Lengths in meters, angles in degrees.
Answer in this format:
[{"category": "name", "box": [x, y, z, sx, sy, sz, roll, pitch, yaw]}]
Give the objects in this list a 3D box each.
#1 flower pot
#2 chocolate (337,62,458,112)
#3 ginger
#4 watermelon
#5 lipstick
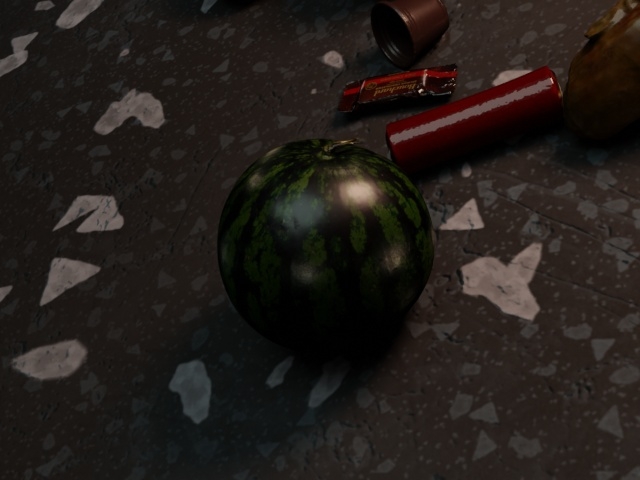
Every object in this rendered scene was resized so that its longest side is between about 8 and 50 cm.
[{"category": "flower pot", "box": [0.143, -0.329, 1.587, 0.089, 0.111, 0.111, -30, 41, -20]}, {"category": "chocolate", "box": [0.114, -0.224, 1.553, 0.182, 0.028, 0.086, -10, 40, 21]}, {"category": "ginger", "box": [0.442, -0.250, 1.293, 0.321, 0.172, 0.165, -20, 5, 17]}, {"category": "watermelon", "box": [0.000, 0.005, 1.259, 0.269, 0.269, 0.269, -16, 46, 17]}, {"category": "lipstick", "box": [0.207, -0.159, 1.403, 0.241, 0.080, 0.080, -20, 45, 15]}]
